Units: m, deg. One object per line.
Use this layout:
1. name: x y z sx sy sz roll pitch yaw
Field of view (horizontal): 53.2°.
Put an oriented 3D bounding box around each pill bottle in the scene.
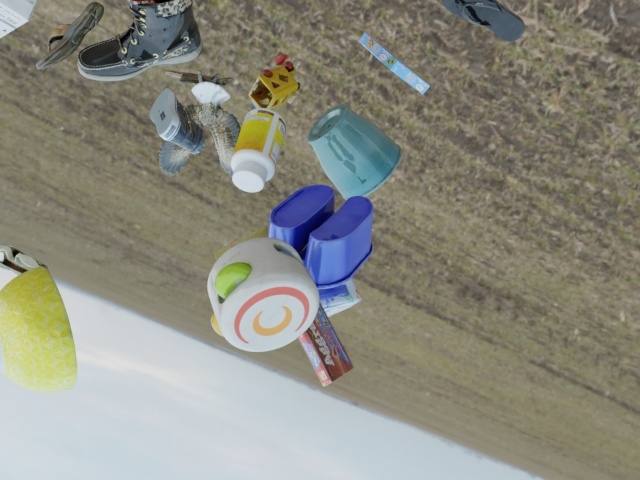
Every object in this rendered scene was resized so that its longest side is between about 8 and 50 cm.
1. pill bottle: -0.164 -0.234 1.671 0.117 0.215 0.117 8 146 6

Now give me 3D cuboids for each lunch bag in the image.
1. lunch bag: -0.042 0.169 1.782 0.303 0.115 0.243 -13 168 -26

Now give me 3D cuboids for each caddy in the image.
1. caddy: 0.000 0.000 1.650 0.241 0.341 0.179 20 124 20

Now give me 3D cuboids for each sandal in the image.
1. sandal: -0.616 -0.503 1.549 0.060 0.219 0.090 44 -166 -9
2. sandal: 0.461 -0.638 1.790 0.254 0.055 0.097 23 138 -8

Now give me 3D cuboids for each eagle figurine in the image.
1. eagle figurine: -0.326 -0.325 1.834 0.226 0.299 0.225 10 -172 33

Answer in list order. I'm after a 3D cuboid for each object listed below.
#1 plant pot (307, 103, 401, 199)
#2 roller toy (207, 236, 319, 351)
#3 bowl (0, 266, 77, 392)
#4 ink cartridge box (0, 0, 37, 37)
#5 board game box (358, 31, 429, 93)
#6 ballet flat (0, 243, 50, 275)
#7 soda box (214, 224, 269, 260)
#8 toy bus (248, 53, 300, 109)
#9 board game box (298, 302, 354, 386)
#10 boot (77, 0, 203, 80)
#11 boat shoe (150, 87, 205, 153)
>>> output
1. plant pot: 0.100 -0.323 2.231 0.255 0.272 0.271 44 158 -26
2. roller toy: -0.110 0.099 1.202 0.191 0.210 0.146 -10 -141 -19
3. bowl: -0.665 0.214 1.417 0.156 0.290 0.289 -13 -170 -35
4. ink cartridge box: -0.658 -0.478 1.299 0.135 0.056 0.099 -5 155 41
5. board game box: 0.222 -0.538 1.936 0.160 0.039 0.212 23 -155 -41
6. ballet flat: -0.792 0.047 1.660 0.213 0.072 0.068 26 139 11
7. soda box: -0.214 0.028 1.871 0.058 0.181 0.061 63 -179 32
8. toy bus: -0.121 -0.472 1.975 0.104 0.202 0.191 50 -176 6
9. board game box: -0.023 0.175 1.417 0.027 0.281 0.145 -32 170 21
10. boot: -0.521 -0.606 1.821 0.377 0.138 0.284 -14 161 -15
11. boat shoe: -0.281 -0.232 1.260 0.083 0.065 0.183 33 -161 -36
